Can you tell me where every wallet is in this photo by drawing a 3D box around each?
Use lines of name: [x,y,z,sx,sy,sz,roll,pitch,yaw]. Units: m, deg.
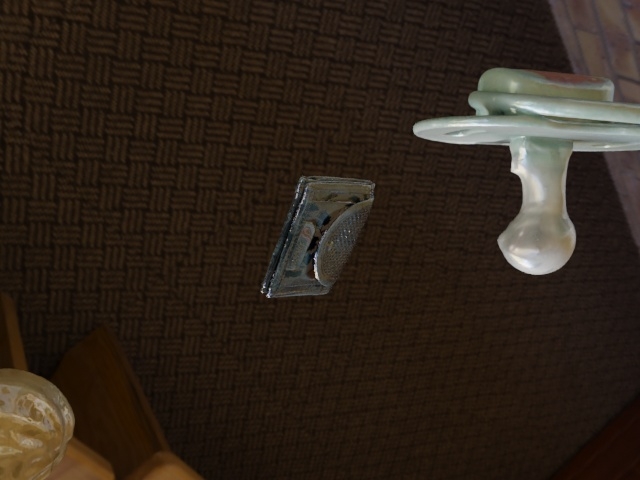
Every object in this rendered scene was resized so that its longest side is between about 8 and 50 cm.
wallet: [0.000,0.000,0.739,0.088,0.026,0.129,0,122,-38]

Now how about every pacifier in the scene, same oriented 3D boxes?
pacifier: [0.295,-0.089,1.009,0.343,0.288,0.269,0,91,-10]

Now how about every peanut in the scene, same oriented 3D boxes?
peanut: [-0.339,0.171,0.607,0.290,0.130,0.130,2,114,-35]
